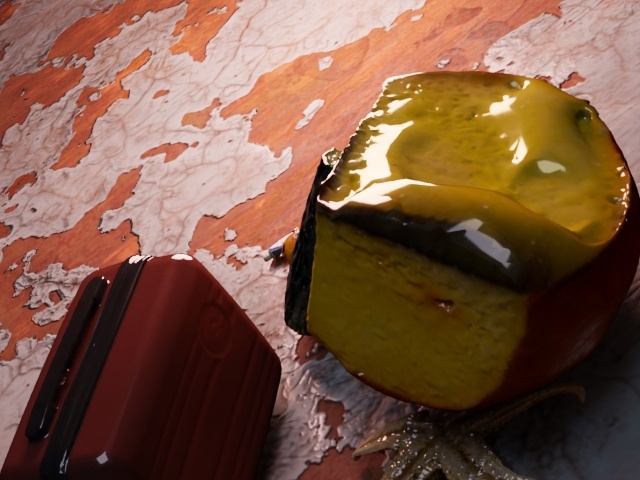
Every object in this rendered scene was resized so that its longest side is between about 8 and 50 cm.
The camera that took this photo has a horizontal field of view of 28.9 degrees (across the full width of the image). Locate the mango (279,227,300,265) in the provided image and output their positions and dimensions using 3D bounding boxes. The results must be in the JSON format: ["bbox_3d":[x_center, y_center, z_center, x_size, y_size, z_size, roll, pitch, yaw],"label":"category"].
[{"bbox_3d":[0.014,0.010,1.423,0.127,0.063,0.077,-1,7,22],"label":"mango"}]

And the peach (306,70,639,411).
[{"bbox_3d":[0.146,0.011,1.184,0.306,0.242,0.380,4,29,11],"label":"peach"}]

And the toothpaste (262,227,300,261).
[{"bbox_3d":[-0.034,0.000,1.514,0.083,0.019,0.027,-33,13,1],"label":"toothpaste"}]

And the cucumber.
[{"bbox_3d":[-0.002,-0.001,1.328,0.062,0.211,0.078,13,33,11],"label":"cucumber"}]

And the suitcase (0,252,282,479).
[{"bbox_3d":[-0.169,0.179,1.240,0.161,0.236,0.297,-12,42,29],"label":"suitcase"}]

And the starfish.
[{"bbox_3d":[0.127,0.202,1.147,0.247,0.050,0.138,-22,40,21],"label":"starfish"}]
